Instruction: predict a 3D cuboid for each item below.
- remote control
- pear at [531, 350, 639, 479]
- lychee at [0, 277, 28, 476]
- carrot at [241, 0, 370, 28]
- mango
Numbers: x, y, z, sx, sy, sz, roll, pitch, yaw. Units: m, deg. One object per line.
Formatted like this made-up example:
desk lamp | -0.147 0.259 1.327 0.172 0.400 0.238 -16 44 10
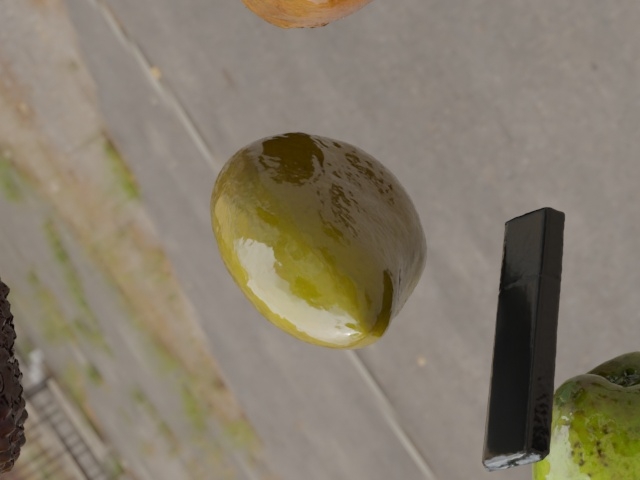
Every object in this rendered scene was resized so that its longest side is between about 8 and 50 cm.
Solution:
remote control | 0.167 0.078 1.441 0.063 0.245 0.025 -23 135 37
pear | 0.356 0.242 1.810 0.282 0.286 0.176 49 180 -17
lychee | -0.263 0.068 1.000 0.188 0.188 0.188 51 164 21
carrot | 0.006 -0.329 1.774 0.193 0.214 0.331 42 178 -3
mango | -0.006 -0.005 1.473 0.195 0.142 0.331 35 -168 3
